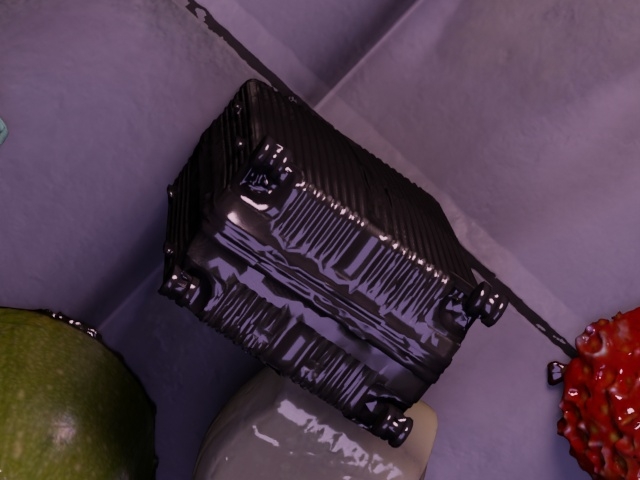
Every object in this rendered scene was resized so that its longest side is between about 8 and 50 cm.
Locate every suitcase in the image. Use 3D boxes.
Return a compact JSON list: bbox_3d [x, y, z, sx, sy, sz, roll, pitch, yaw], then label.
[{"bbox_3d":[0.000,0.000,1.460,0.230,0.335,0.152,34,102,-12],"label":"suitcase"}]

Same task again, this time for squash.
[{"bbox_3d":[-0.299,0.246,1.560,0.310,0.309,0.310,-1,111,-1],"label":"squash"}]

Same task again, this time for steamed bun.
[{"bbox_3d":[-0.014,0.212,1.633,0.200,0.155,0.250,24,114,-6],"label":"steamed bun"}]

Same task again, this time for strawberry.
[{"bbox_3d":[0.331,0.165,1.615,0.234,0.178,0.234,-1,105,-5],"label":"strawberry"}]

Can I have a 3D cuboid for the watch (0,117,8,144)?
[{"bbox_3d":[-0.392,-0.117,1.556,0.237,0.068,0.195,27,105,-6],"label":"watch"}]
